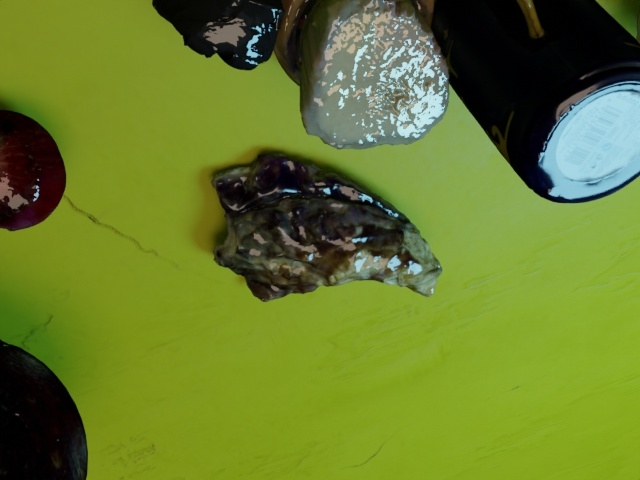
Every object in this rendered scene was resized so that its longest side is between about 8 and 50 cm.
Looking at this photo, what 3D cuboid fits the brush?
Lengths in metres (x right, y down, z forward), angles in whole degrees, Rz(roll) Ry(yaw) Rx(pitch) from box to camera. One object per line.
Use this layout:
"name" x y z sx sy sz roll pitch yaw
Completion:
"brush" 0.049 -0.240 0.836 0.174 0.166 0.267 0 125 -16

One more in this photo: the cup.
"cup" 0.201 -0.185 0.850 0.254 0.256 0.178 19 121 -31

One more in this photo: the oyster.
"oyster" 0.000 0.008 1.061 0.270 0.100 0.275 -14 136 15

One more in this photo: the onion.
"onion" -0.337 -0.074 0.889 0.131 0.131 0.131 -8 129 -10

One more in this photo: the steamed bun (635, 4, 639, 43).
"steamed bun" 0.457 -0.249 0.886 0.203 0.276 0.289 0 140 -2

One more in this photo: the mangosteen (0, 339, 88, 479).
"mangosteen" -0.472 0.256 0.978 0.380 0.421 0.381 -32 169 -7

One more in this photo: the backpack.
"backpack" -0.090 -0.231 0.805 0.119 0.165 0.106 12 113 -28
